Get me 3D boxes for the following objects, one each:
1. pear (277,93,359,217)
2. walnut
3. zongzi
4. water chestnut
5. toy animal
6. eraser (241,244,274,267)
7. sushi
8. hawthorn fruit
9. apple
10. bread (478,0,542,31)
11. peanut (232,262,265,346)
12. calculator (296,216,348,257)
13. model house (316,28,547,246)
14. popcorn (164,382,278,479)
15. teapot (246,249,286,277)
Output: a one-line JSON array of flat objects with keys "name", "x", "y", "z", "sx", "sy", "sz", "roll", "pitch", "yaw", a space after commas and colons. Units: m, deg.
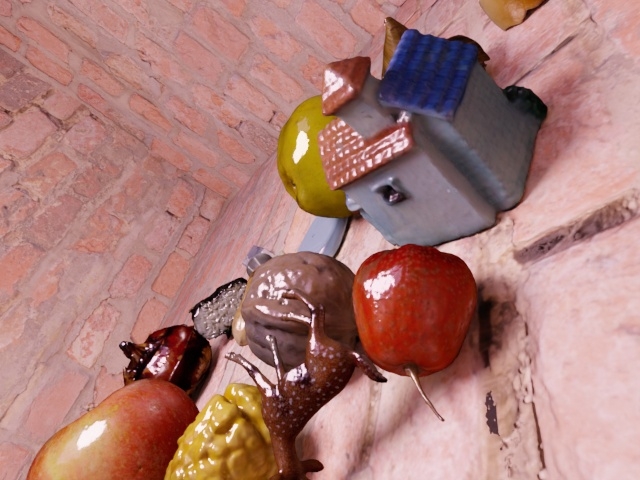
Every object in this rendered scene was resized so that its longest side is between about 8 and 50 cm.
[{"name": "pear", "x": 0.058, "y": -0.222, "z": 1.032, "sx": 0.375, "sy": 0.287, "sz": 0.287, "roll": -45, "pitch": 15, "yaw": -17}, {"name": "walnut", "x": -0.024, "y": 0.124, "z": 0.740, "sx": 0.224, "sy": 0.224, "sz": 0.224, "roll": -47, "pitch": 20, "yaw": 23}, {"name": "zongzi", "x": 0.216, "y": -0.356, "z": 0.829, "sx": 0.134, "sy": 0.288, "sz": 0.286, "roll": 27, "pitch": 69, "yaw": 34}, {"name": "water chestnut", "x": -0.485, "y": 0.381, "z": 1.309, "sx": 0.300, "sy": 0.299, "sz": 0.300, "roll": -47, "pitch": 20, "yaw": 23}, {"name": "toy animal", "x": -0.030, "y": 0.219, "z": 0.556, "sx": 0.244, "sy": 0.087, "sz": 0.260, "roll": -56, "pitch": 52, "yaw": 24}, {"name": "eraser", "x": -0.233, "y": 0.069, "z": 1.570, "sx": 0.092, "sy": 0.046, "sz": 0.212, "roll": -58, "pitch": 19, "yaw": -9}, {"name": "sushi", "x": -0.294, "y": 0.216, "z": 1.359, "sx": 0.212, "sy": 0.147, "sz": 0.115, "roll": -40, "pitch": 10, "yaw": -11}, {"name": "hawthorn fruit", "x": 0.112, "y": 0.110, "z": 0.542, "sx": 0.162, "sy": 0.162, "sz": 0.204, "roll": -24, "pitch": 50, "yaw": 57}, {"name": "apple", "x": -0.391, "y": 0.460, "z": 0.864, "sx": 0.348, "sy": 0.277, "sz": 0.348, "roll": -36, "pitch": -6, "yaw": -4}, {"name": "bread", "x": 0.438, "y": -0.636, "z": 0.902, "sx": 0.314, "sy": 0.192, "sz": 0.171, "roll": -54, "pitch": 17, "yaw": 2}, {"name": "peanut", "x": -0.161, "y": 0.164, "z": 1.138, "sx": 0.120, "sy": 0.110, "sz": 0.237, "roll": -6, "pitch": 53, "yaw": 55}, {"name": "calculator", "x": 0.000, "y": 0.000, "z": 1.127, "sx": 0.188, "sy": 0.042, "sz": 0.303, "roll": -34, "pitch": 25, "yaw": 45}, {"name": "model house", "x": 0.123, "y": -0.176, "z": 0.690, "sx": 0.294, "sy": 0.329, "sz": 0.252, "roll": -22, "pitch": 41, "yaw": 55}, {"name": "popcorn", "x": -0.153, "y": 0.337, "z": 0.675, "sx": 0.203, "sy": 0.200, "sz": 0.226, "roll": 11, "pitch": 105, "yaw": 51}, {"name": "teapot", "x": -0.161, "y": 0.082, "z": 1.317, "sx": 0.124, "sy": 0.092, "sz": 0.090, "roll": -60, "pitch": 35, "yaw": 6}]
